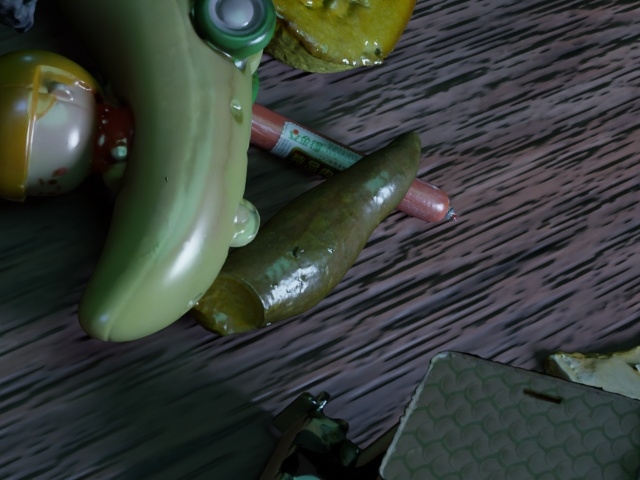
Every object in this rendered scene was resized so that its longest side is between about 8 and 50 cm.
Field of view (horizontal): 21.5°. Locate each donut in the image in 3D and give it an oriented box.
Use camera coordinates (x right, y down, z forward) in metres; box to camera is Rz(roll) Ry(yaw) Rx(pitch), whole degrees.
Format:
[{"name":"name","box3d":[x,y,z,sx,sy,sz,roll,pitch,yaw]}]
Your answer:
[{"name":"donut","box3d":[0.000,-0.215,1.380,0.162,0.065,0.178,43,53,-10]}]

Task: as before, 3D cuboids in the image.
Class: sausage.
[{"name":"sausage","box3d":[0.000,-0.069,1.327,0.253,0.034,0.034,23,58,-16]}]

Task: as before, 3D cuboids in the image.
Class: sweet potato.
[{"name":"sweet potato","box3d":[0.000,0.000,1.267,0.244,0.077,0.077,-36,87,-33]}]

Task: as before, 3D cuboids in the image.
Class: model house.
[{"name":"model house","box3d":[0.135,0.193,1.137,0.326,0.244,0.169,40,45,-5]}]

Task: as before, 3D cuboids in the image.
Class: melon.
[{"name":"melon","box3d":[0.276,0.123,1.387,0.182,0.054,0.098,-8,56,-31]}]

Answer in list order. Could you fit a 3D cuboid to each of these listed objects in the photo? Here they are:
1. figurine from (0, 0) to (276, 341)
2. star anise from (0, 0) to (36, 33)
[{"name":"figurine","box3d":[-0.149,-0.085,1.187,0.222,0.124,0.324,6,67,-10]},{"name":"star anise","box3d":[-0.255,-0.229,1.173,0.110,0.257,0.198,39,75,-41]}]
